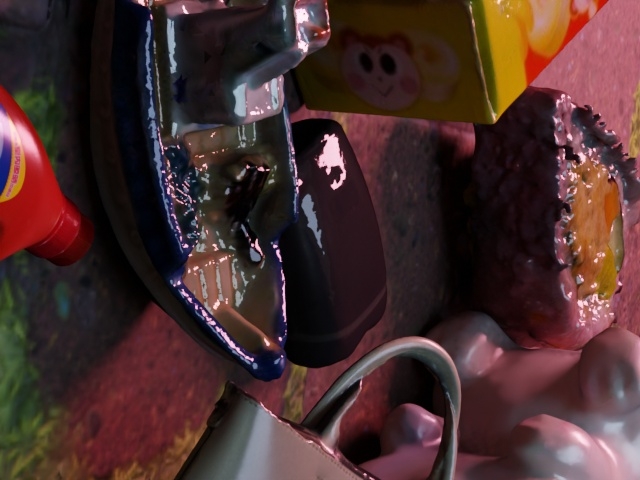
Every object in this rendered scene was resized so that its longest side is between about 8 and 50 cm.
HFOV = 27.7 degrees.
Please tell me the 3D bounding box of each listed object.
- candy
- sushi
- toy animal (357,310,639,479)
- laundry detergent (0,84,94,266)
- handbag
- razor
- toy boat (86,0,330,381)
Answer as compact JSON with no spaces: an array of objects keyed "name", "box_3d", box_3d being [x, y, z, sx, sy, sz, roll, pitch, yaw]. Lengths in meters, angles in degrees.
[{"name":"candy","box_3d":[0.109,-0.180,0.840,0.276,0.146,0.088,-46,133,-41]},{"name":"sushi","box_3d":[0.164,-0.007,0.983,0.241,0.107,0.161,38,65,-57]},{"name":"toy animal","box_3d":[0.120,0.236,0.894,0.368,0.196,0.241,-49,126,-41]},{"name":"laundry detergent","box_3d":[-0.161,-0.025,0.576,0.165,0.049,0.097,42,71,-52]},{"name":"handbag","box_3d":[-0.008,0.198,0.696,0.241,0.109,0.315,39,85,-36]},{"name":"razor","box_3d":[0.000,0.000,0.803,0.090,0.054,0.148,-47,133,-44]},{"name":"toy boat","box_3d":[-0.048,-0.056,0.669,0.114,0.115,0.262,-22,115,-50]}]
